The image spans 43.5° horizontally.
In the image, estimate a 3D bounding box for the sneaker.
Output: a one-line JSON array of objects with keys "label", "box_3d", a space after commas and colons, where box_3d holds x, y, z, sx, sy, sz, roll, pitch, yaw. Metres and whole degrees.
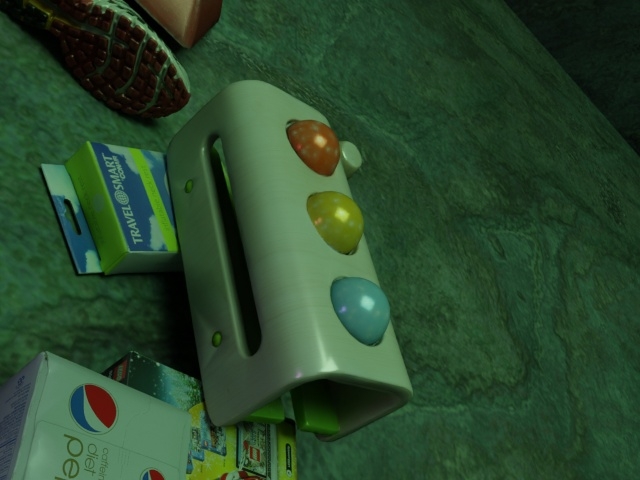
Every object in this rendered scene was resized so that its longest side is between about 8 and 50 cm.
[{"label": "sneaker", "box_3d": [-0.205, -0.210, 0.748, 0.225, 0.088, 0.092, 45, 31, -13]}]

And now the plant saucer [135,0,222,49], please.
[{"label": "plant saucer", "box_3d": [-0.200, -0.324, 0.834, 0.258, 0.048, 0.259, 43, 16, -15]}]

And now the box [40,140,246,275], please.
[{"label": "box", "box_3d": [-0.141, -0.025, 0.695, 0.178, 0.042, 0.109, 2, 58, -53]}]

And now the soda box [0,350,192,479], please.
[{"label": "soda box", "box_3d": [-0.151, 0.135, 0.357, 0.074, 0.216, 0.069, 31, 39, -31]}]

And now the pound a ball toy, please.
[{"label": "pound a ball toy", "box_3d": [0.000, 0.000, 0.687, 0.208, 0.136, 0.319, 22, 43, -43]}]

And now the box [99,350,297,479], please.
[{"label": "box", "box_3d": [-0.085, 0.207, 0.538, 0.159, 0.044, 0.233, 31, 38, -32]}]
